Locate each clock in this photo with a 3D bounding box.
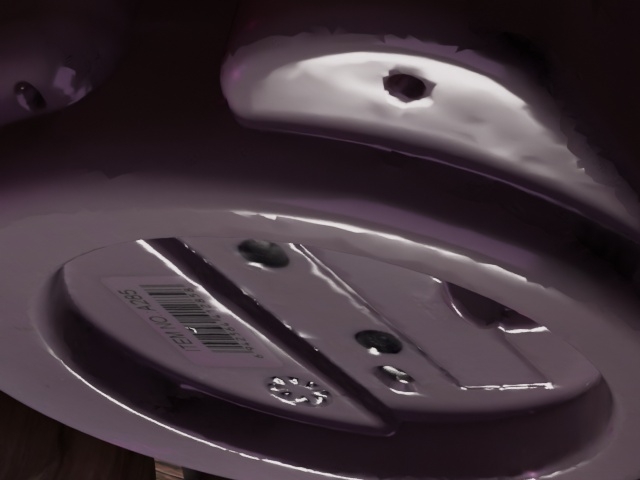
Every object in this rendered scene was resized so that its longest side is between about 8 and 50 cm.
[{"bbox_3d":[0.000,0.000,0.546,0.322,0.113,0.295,-8,145,37],"label":"clock"}]

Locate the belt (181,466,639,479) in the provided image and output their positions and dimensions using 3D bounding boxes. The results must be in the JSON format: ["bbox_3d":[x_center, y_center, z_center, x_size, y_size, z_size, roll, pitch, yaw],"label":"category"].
[{"bbox_3d":[0.089,0.157,0.782,0.338,0.122,0.217,2,151,19],"label":"belt"}]

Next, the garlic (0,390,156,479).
[{"bbox_3d":[-0.204,0.174,0.844,0.218,0.212,0.218,5,149,3],"label":"garlic"}]
